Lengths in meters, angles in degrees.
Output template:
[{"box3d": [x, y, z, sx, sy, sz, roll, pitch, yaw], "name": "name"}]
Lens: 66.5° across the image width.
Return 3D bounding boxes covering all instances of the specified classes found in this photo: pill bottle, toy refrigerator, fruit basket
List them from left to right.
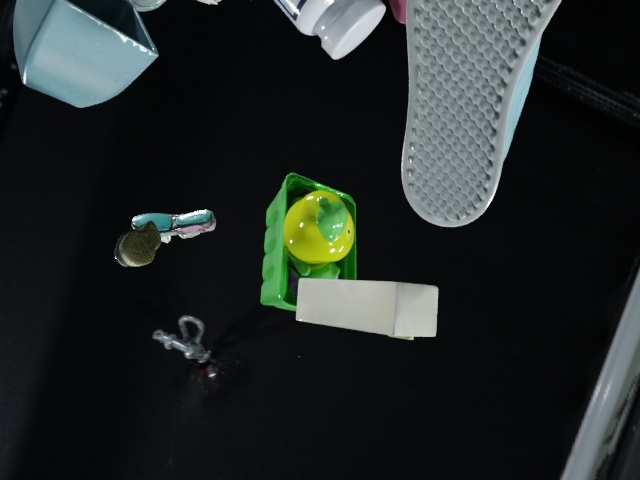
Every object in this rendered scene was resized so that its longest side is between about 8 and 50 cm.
[{"box3d": [-0.017, -0.461, 0.852, 0.153, 0.153, 0.264, -41, -87, -11], "name": "pill bottle"}, {"box3d": [0.000, 0.000, 1.256, 0.283, 0.392, 0.392, 18, -106, -34], "name": "fruit basket"}, {"box3d": [0.074, 0.121, 0.888, 0.102, 0.269, 0.094, 9, -98, -37], "name": "toy refrigerator"}]

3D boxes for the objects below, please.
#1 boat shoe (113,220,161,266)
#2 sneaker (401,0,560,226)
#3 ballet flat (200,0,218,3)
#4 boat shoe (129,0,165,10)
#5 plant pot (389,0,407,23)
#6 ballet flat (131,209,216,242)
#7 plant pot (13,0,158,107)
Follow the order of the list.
[{"box3d": [-0.419, 0.015, 1.094, 0.073, 0.223, 0.080, -24, -73, 4], "name": "boat shoe"}, {"box3d": [0.155, -0.203, 0.489, 0.135, 0.366, 0.150, 16, -145, 11], "name": "sneaker"}, {"box3d": [-0.162, -0.427, 0.800, 0.248, 0.086, 0.086, 7, -105, 26], "name": "ballet flat"}, {"box3d": [-0.485, -0.784, 1.488, 0.083, 0.076, 0.226, 46, -116, -8], "name": "boat shoe"}, {"box3d": [0.233, -0.382, 0.828, 0.201, 0.201, 0.180, -38, -55, -10], "name": "plant pot"}, {"box3d": [-0.395, -0.035, 1.331, 0.221, 0.079, 0.077, -7, -133, -6], "name": "ballet flat"}, {"box3d": [-0.590, -0.473, 1.165, 0.252, 0.247, 0.248, -43, -121, 20], "name": "plant pot"}]
